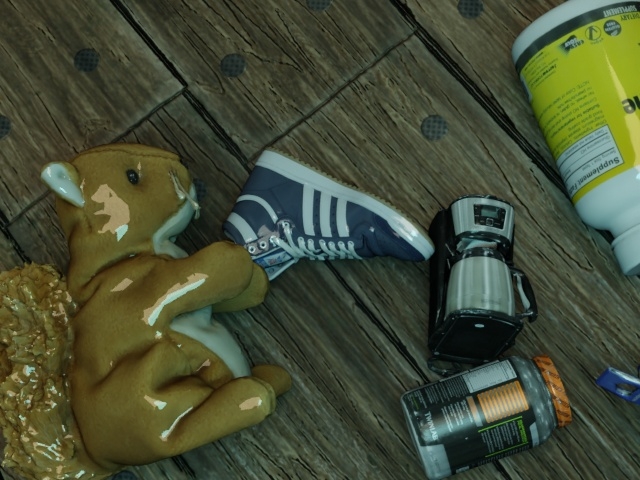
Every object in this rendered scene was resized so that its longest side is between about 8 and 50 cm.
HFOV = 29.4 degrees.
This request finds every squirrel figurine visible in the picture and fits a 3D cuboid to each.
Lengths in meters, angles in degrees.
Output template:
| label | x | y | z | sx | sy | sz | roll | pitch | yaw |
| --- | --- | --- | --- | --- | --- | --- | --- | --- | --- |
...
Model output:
| label | x | y | z | sx | sy | sz | roll | pitch | yaw |
| --- | --- | --- | --- | --- | --- | --- | --- | --- | --- |
| squirrel figurine | -0.261 | 0.084 | 1.467 | 0.397 | 0.281 | 0.370 | -23 | 88 | 9 |

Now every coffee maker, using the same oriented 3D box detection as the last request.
| label | x | y | z | sx | sy | sz | roll | pitch | yaw |
| --- | --- | --- | --- | --- | --- | --- | --- | --- | --- |
| coffee maker | 0.180 | 0.054 | 1.535 | 0.120 | 0.171 | 0.178 | 25 | 52 | -28 |

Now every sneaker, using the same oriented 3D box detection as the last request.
| label | x | y | z | sx | sy | sz | roll | pitch | yaw |
| --- | --- | --- | --- | --- | --- | --- | --- | --- | --- |
| sneaker | 0.000 | 0.000 | 1.561 | 0.282 | 0.099 | 0.153 | 28 | 77 | 29 |

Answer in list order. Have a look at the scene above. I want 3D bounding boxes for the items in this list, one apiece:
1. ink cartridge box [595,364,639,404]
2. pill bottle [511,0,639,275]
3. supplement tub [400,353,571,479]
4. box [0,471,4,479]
| label | x | y | z | sx | sy | sz | roll | pitch | yaw |
| --- | --- | --- | --- | --- | --- | --- | --- | --- | --- |
| ink cartridge box | 0.528 | 0.182 | 1.408 | 0.395 | 0.270 | 0.151 | -5 | 74 | 2 |
| pill bottle | 0.385 | -0.134 | 1.543 | 0.188 | 0.188 | 0.334 | -20 | 76 | -1 |
| supplement tub | 0.203 | 0.213 | 1.502 | 0.190 | 0.117 | 0.117 | -18 | 75 | -1 |
| box | -0.494 | 0.356 | 1.492 | 0.207 | 0.153 | 0.108 | -25 | 75 | -3 |
